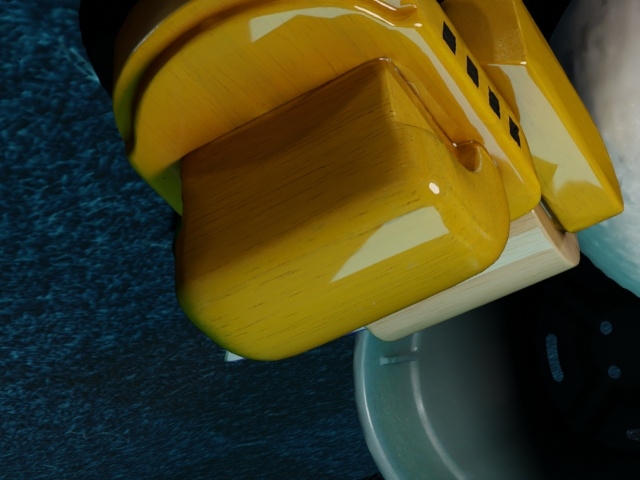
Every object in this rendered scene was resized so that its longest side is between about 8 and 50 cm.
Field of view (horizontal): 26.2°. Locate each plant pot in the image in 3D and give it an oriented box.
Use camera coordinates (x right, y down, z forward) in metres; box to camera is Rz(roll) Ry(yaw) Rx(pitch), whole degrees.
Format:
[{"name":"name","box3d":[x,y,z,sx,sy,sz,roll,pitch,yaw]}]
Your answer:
[{"name":"plant pot","box3d":[0.264,0.124,1.409,0.341,0.341,0.334,-30,167,31]}]

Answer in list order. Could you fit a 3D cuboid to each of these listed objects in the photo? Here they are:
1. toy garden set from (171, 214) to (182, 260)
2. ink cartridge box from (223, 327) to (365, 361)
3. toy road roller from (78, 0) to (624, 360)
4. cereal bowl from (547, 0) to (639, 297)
[{"name":"toy garden set","box3d":[0.000,0.000,1.148,0.244,0.049,0.204,-13,161,-16]},{"name":"ink cartridge box","box3d":[0.028,0.021,1.097,0.223,0.045,0.224,-13,160,-13]},{"name":"toy road roller","box3d":[0.026,-0.027,0.725,0.203,0.240,0.329,-25,134,20]},{"name":"cereal bowl","box3d":[0.316,-0.074,0.903,0.339,0.141,0.339,-10,131,-12]}]
